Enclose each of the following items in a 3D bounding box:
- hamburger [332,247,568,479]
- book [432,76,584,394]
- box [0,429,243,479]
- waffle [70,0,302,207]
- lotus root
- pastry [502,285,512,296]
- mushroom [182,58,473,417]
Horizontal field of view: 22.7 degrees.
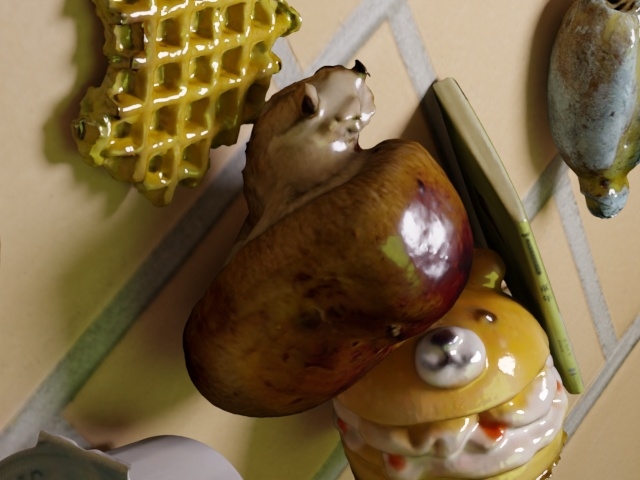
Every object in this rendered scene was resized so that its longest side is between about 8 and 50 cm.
[{"bbox_3d":[0.136,0.145,1.779,0.276,0.276,0.237,-34,123,-37],"label":"hamburger"},{"bbox_3d":[0.222,0.003,1.834,0.035,0.239,0.352,-24,139,1],"label":"book"},{"bbox_3d":[-0.193,0.307,1.498,0.291,0.262,0.206,-35,171,28],"label":"box"},{"bbox_3d":[-0.125,-0.167,1.401,0.291,0.051,0.291,-33,134,-41],"label":"waffle"},{"bbox_3d":[0.352,-0.177,1.969,0.158,0.140,0.322,-19,134,-25],"label":"lotus root"},{"bbox_3d":[0.251,0.126,2.084,0.153,0.081,0.153,-19,119,-38],"label":"pastry"},{"bbox_3d":[0.000,0.000,1.538,0.345,0.260,0.345,-39,178,-1],"label":"mushroom"}]
